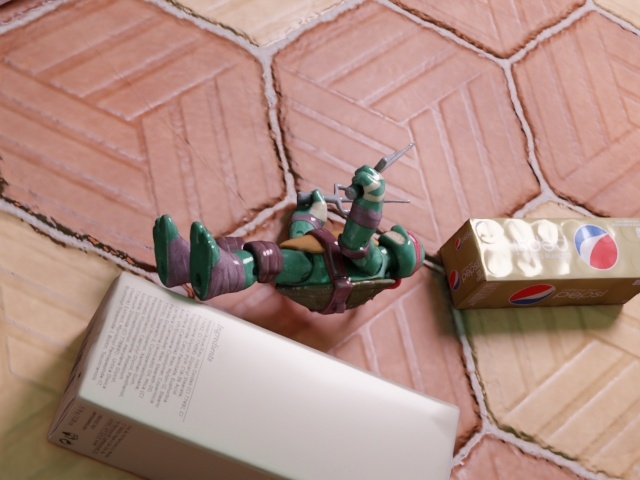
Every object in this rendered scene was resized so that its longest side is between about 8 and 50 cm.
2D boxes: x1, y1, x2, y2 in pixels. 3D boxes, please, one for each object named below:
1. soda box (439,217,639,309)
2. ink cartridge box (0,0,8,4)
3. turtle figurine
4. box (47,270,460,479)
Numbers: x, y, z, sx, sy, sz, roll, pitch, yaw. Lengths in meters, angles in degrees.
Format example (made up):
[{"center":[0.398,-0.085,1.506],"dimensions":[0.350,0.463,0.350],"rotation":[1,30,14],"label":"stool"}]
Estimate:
[{"center":[0.198,0.019,1.227],"dimensions":[0.181,0.058,0.061],"rotation":[0,63,-26],"label":"soda box"},{"center":[-0.215,-0.315,1.180],"dimensions":[0.333,0.065,0.165],"rotation":[-32,78,-24],"label":"ink cartridge box"},{"center":[0.000,0.000,1.086],"dimensions":[0.234,0.175,0.118],"rotation":[-8,82,-27],"label":"turtle figurine"},{"center":[-0.045,0.133,1.023],"dimensions":[0.275,0.094,0.113],"rotation":[25,55,-11],"label":"box"}]
